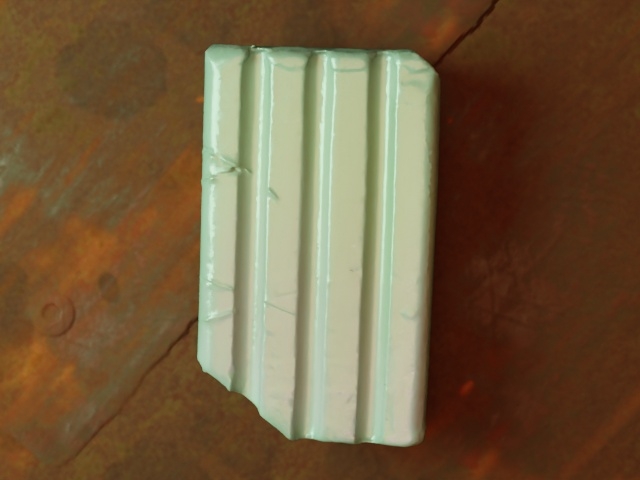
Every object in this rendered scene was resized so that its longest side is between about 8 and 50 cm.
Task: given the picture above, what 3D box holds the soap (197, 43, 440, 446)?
[{"bbox_3d":[0.000,0.000,0.830,0.172,0.095,0.290,2,94,5],"label":"soap"}]
